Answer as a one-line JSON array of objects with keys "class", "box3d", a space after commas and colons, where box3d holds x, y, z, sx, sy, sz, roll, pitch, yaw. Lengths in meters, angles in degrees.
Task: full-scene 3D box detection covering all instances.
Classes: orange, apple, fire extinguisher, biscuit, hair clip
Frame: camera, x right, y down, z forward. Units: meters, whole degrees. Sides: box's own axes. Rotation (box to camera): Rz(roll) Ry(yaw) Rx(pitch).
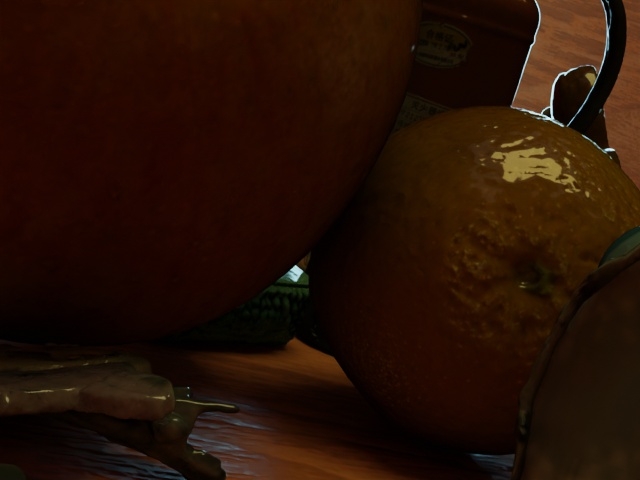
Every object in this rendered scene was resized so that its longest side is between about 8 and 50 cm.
[{"class": "orange", "box3d": [0.103, 0.025, 0.830, 0.236, 0.236, 0.236, 17, 8, -3]}, {"class": "apple", "box3d": [-0.128, -0.142, 0.746, 0.400, 0.333, 0.400, 27, 40, -25]}, {"class": "fire extinguisher", "box3d": [0.107, -0.090, 1.029, 0.200, 0.376, 0.113, 7, 13, -39]}, {"class": "biscuit", "box3d": [0.230, -0.012, 1.193, 0.064, 0.282, 0.432, -8, 8, 9]}, {"class": "hair clip", "box3d": [-0.131, 0.071, 0.626, 0.187, 0.056, 0.146, 13, 2, -8]}]

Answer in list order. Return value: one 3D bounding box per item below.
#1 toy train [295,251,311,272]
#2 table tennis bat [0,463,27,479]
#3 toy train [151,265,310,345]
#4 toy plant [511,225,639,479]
[{"class": "toy train", "box3d": [0.000, 0.000, 1.235, 0.089, 0.086, 0.409, 10, 11, -35]}, {"class": "table tennis bat", "box3d": [-0.214, 0.084, 0.489, 0.220, 0.019, 0.130, 11, 10, -28]}, {"class": "toy train", "box3d": [-0.076, 0.033, 0.940, 0.172, 0.070, 0.099, 7, 24, -49]}, {"class": "toy plant", "box3d": [0.218, 0.093, 0.621, 0.247, 0.247, 0.332, 19, 3, 13]}]
